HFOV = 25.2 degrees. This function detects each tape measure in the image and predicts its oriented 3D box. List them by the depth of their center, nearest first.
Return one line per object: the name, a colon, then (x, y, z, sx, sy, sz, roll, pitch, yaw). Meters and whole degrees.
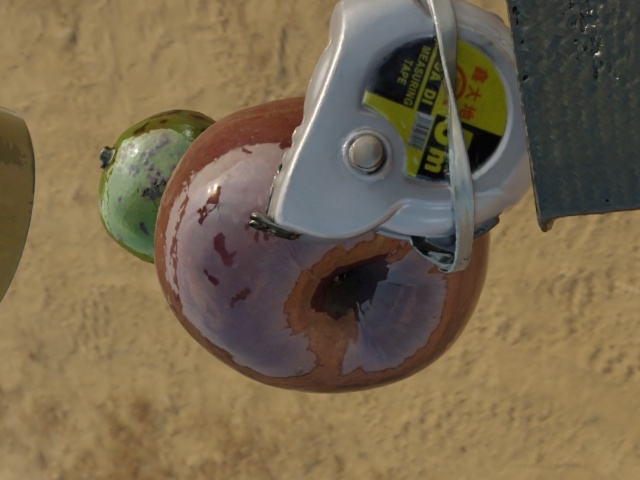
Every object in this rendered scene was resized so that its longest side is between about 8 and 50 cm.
tape measure: (0.076, -0.090, 1.102, 0.120, 0.197, 0.236, 146, 143, -81)

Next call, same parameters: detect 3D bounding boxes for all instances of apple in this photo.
apple: (0.000, 0.000, 1.325, 0.235, 0.306, 0.305, -116, 32, -55)

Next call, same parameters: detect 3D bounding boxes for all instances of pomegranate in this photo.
pomegranate: (-0.167, -0.055, 1.845, 0.263, 0.211, 0.211, 30, 139, -20)

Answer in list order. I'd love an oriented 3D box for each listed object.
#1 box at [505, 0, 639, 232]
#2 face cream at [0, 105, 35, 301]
box: (0.216, -0.128, 0.910, 0.143, 0.273, 0.184, -5, 104, 21)
face cream: (-0.247, -0.027, 0.737, 0.067, 0.285, 0.139, 23, 91, 25)
